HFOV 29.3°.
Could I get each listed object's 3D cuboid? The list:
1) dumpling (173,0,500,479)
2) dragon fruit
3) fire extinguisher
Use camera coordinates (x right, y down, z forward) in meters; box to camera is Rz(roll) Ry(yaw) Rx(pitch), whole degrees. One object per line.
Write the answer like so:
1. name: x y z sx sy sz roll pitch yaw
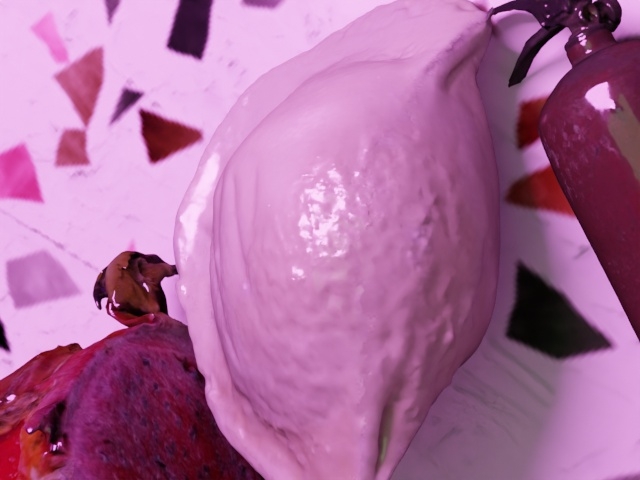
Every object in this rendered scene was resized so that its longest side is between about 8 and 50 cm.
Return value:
1. dumpling: -0.001 0.004 0.527 0.166 0.126 0.216 -2 95 43
2. dragon fruit: -0.101 0.146 0.546 0.147 0.211 0.282 -30 54 18
3. fire extinguisher: 0.144 0.008 0.485 0.268 0.072 0.089 64 155 9
